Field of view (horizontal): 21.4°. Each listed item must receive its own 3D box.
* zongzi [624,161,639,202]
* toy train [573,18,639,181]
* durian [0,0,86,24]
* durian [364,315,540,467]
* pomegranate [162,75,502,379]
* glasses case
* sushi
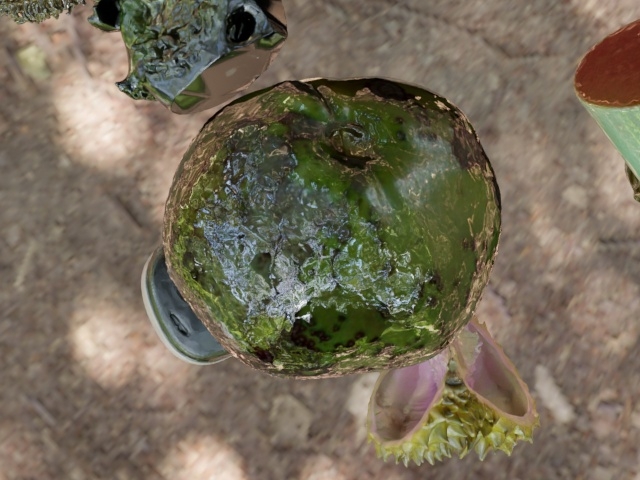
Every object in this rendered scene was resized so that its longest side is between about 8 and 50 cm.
[{"bbox_3d":[0.399,-0.112,1.282,0.288,0.134,0.286,17,129,2],"label":"zongzi"},{"bbox_3d":[0.280,-0.037,1.077,0.177,0.116,0.285,0,143,47],"label":"toy train"},{"bbox_3d":[-0.212,-0.201,1.291,0.140,0.110,0.071,-23,101,36],"label":"durian"},{"bbox_3d":[0.109,0.125,1.463,0.182,0.165,0.132,39,142,54],"label":"durian"},{"bbox_3d":[-0.002,-0.011,0.700,0.163,0.138,0.126,26,132,63],"label":"pomegranate"},{"bbox_3d":[-0.023,0.016,1.568,0.075,0.314,0.122,-24,89,58],"label":"glasses case"},{"bbox_3d":[-0.061,-0.105,0.798,0.084,0.056,0.083,-36,66,23],"label":"sushi"}]
